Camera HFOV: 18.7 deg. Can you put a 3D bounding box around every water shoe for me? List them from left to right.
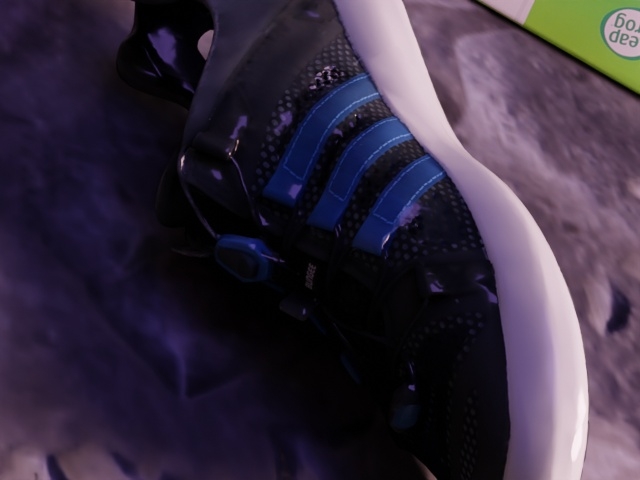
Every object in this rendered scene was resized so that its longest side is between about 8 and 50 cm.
[{"bbox_3d":[0.000,0.000,0.494,0.080,0.073,0.203,-9,45,-17],"label":"water shoe"}]

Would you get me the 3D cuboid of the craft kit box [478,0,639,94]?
[{"bbox_3d":[0.064,-0.179,0.762,0.250,0.061,0.247,29,37,-6],"label":"craft kit box"}]
